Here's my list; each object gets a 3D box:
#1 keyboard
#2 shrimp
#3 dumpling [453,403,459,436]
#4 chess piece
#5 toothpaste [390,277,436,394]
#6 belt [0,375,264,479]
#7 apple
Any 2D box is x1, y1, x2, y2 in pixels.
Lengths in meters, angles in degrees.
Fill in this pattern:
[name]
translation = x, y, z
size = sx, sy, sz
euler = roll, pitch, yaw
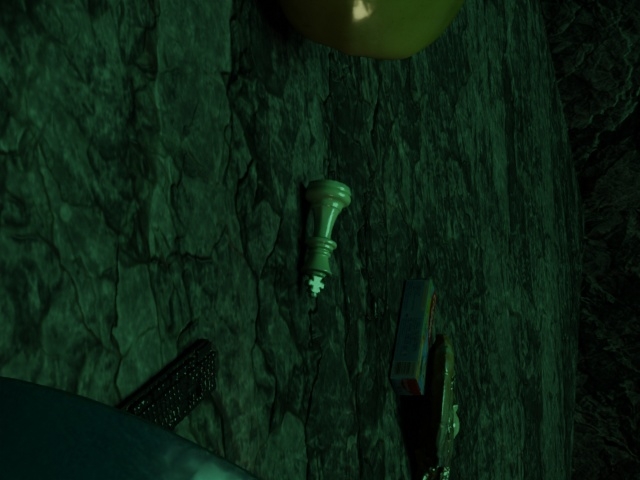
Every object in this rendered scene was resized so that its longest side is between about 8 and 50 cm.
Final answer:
[keyboard]
translation = -0.142, 0.150, 1.089
size = 0.195, 0.018, 0.060
euler = -40, 127, -65
[shrimp]
translation = 0.184, 0.304, 1.843
size = 0.164, 0.062, 0.316
euler = 69, 27, -79
[dumpling]
translation = 0.214, 0.317, 1.963
size = 0.057, 0.052, 0.076
euler = 10, 75, -57
[chess piece]
translation = 0.000, 0.000, 1.452
size = 0.059, 0.059, 0.149
euler = 46, 50, -60
[toothpaste]
translation = 0.151, 0.157, 1.837
size = 0.070, 0.044, 0.193
euler = 68, 27, -47
[belt]
translation = -0.119, 0.246, 0.697
size = 0.436, 0.300, 0.173
euler = 46, 44, -30
[apple]
translation = 0.060, -0.350, 1.414
size = 0.262, 0.263, 0.262
euler = -4, 90, -70
